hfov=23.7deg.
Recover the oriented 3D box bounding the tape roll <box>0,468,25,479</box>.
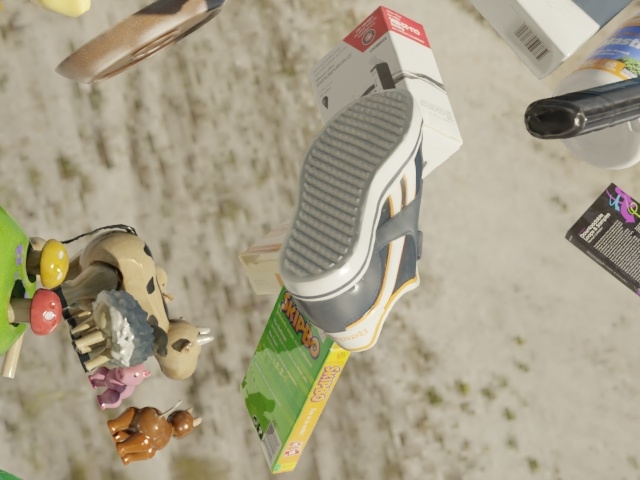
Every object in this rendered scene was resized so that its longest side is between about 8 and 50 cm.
[{"bbox_3d":[-0.431,0.410,1.733,0.077,0.321,0.321,-132,-155,-61],"label":"tape roll"}]

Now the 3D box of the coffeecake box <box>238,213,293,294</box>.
[{"bbox_3d":[0.000,0.000,2.152,0.142,0.185,0.068,-4,-64,47],"label":"coffeecake box"}]

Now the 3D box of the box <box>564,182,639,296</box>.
[{"bbox_3d":[0.459,0.003,2.257,0.162,0.116,0.029,41,-23,12],"label":"box"}]

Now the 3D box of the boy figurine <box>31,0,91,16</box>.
[{"bbox_3d":[-0.339,-0.373,1.672,0.285,0.177,0.092,51,-20,-14],"label":"boy figurine"}]

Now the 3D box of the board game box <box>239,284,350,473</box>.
[{"bbox_3d":[-0.028,0.137,1.698,0.259,0.039,0.124,110,-35,-46],"label":"board game box"}]

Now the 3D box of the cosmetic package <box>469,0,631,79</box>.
[{"bbox_3d":[0.258,-0.433,1.907,0.377,0.284,0.097,49,-20,0],"label":"cosmetic package"}]

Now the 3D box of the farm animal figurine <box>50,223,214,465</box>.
[{"bbox_3d":[-0.242,0.107,1.996,0.330,0.172,0.326,-123,-167,-47],"label":"farm animal figurine"}]

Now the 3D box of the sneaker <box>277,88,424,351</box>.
[{"bbox_3d":[0.043,-0.022,1.584,0.127,0.126,0.321,62,34,-34],"label":"sneaker"}]

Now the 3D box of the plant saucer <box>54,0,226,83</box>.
[{"bbox_3d":[-0.264,-0.320,2.356,0.050,0.311,0.310,60,2,-3],"label":"plant saucer"}]

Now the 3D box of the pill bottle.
[{"bbox_3d":[0.447,-0.227,2.117,0.272,0.152,0.152,-43,132,-38],"label":"pill bottle"}]

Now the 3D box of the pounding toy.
[{"bbox_3d":[-0.323,0.056,1.680,0.237,0.110,0.183,65,30,-74],"label":"pounding toy"}]

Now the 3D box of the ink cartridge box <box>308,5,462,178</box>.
[{"bbox_3d":[0.108,-0.229,2.605,0.114,0.197,0.272,18,44,-41],"label":"ink cartridge box"}]

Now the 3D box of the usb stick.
[{"bbox_3d":[0.321,-0.151,1.698,0.278,0.077,0.045,-17,103,-51],"label":"usb stick"}]
